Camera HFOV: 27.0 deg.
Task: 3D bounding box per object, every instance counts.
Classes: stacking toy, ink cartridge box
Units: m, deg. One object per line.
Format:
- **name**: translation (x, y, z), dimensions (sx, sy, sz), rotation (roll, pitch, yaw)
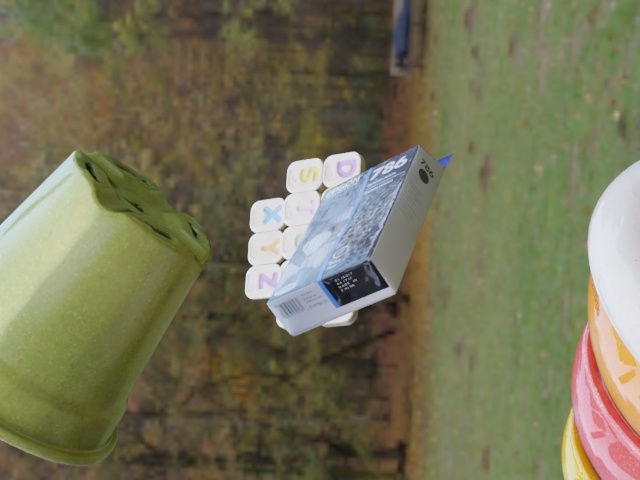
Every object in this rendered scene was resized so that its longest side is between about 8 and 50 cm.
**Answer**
- **stacking toy**: translation (0.333, 0.180, 1.212), dimensions (0.351, 0.350, 0.480), rotation (-85, 11, -45)
- **ink cartridge box**: translation (0.057, -0.021, 1.710), dimensions (0.065, 0.165, 0.333), rotation (53, -147, -18)

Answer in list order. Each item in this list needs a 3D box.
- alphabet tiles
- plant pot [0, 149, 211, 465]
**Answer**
- **alphabet tiles**: translation (0.000, 0.000, 2.123), dimensions (0.021, 0.278, 0.284), rotation (31, -122, -55)
- **plant pot**: translation (-0.259, 0.053, 1.419), dimensions (0.254, 0.276, 0.276), rotation (-50, 7, 12)
